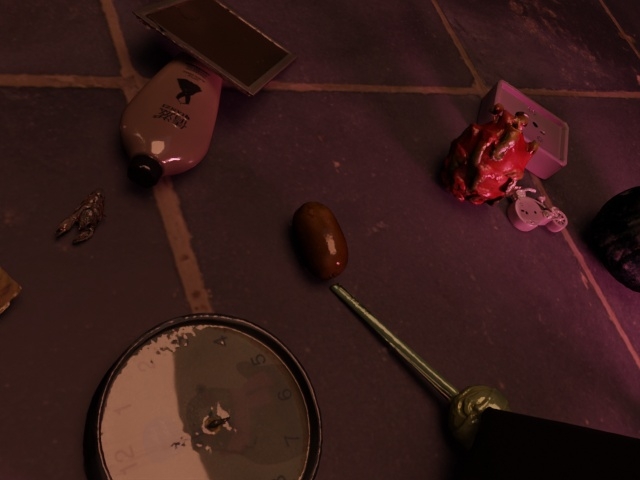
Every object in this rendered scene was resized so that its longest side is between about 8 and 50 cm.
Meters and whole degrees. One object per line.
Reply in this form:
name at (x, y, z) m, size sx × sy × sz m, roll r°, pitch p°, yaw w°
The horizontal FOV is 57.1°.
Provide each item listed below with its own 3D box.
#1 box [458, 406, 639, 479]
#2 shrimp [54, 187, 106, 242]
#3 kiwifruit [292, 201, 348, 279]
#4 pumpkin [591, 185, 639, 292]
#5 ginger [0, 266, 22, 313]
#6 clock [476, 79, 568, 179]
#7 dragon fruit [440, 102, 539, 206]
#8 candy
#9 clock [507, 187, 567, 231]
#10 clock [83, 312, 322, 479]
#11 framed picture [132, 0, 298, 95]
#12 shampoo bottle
box at (0.309, 0.349, 0.623) m, size 0.204 × 0.345 × 0.251 m, roll 30°, pitch 74°, yaw -14°
shrimp at (-0.301, -0.028, 0.759) m, size 0.038 × 0.029 × 0.092 m, roll 41°, pitch 55°, yaw -12°
kiwifruit at (0.000, 0.000, 0.875) m, size 0.075 × 0.075 × 0.125 m, roll -4°, pitch 59°, yaw -31°
pumpkin at (0.668, -0.002, 1.192) m, size 0.233 × 0.163 × 0.233 m, roll 9°, pitch 52°, yaw -12°
ginger at (-0.437, 0.054, 0.599) m, size 0.122 × 0.115 × 0.193 m, roll 33°, pitch 55°, yaw 20°
clock at (0.440, -0.241, 1.277) m, size 0.197 × 0.063 × 0.150 m, roll 30°, pitch 51°, yaw -10°
dragon fruit at (0.316, -0.153, 1.083) m, size 0.166 × 0.172 × 0.160 m, roll -21°, pitch 73°, yaw -37°
candy at (0.141, 0.178, 0.859) m, size 0.335 × 0.093 × 0.092 m, roll 41°, pitch 7°, yaw 10°
clock at (0.432, -0.057, 1.174) m, size 0.129 × 0.041 × 0.087 m, roll 9°, pitch 61°, yaw -19°
clock at (-0.127, 0.218, 0.684) m, size 0.280 × 0.055 × 0.281 m, roll 14°, pitch 55°, yaw -22°
framed picture at (-0.160, -0.334, 0.979) m, size 0.216 × 0.016 × 0.273 m, roll 35°, pitch 31°, yaw -6°
shampoo bottle at (-0.216, -0.177, 0.861) m, size 0.127 × 0.078 × 0.257 m, roll 27°, pitch 50°, yaw -18°
